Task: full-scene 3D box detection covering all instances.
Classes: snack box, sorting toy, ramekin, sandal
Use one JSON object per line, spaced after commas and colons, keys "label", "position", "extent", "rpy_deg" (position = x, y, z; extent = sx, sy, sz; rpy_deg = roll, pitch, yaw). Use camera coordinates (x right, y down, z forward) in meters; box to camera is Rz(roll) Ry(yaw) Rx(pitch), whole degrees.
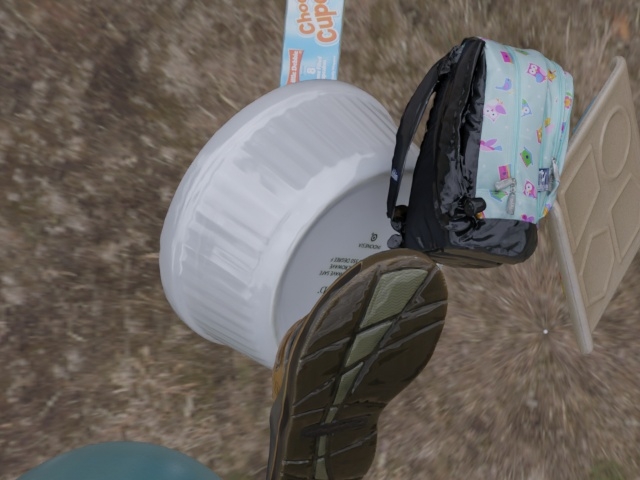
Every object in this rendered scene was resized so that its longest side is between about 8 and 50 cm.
{"label": "snack box", "position": [-0.001, -0.279, 1.533], "extent": [0.060, 0.187, 0.321], "rpy_deg": [5, 85, 0]}
{"label": "sorting toy", "position": [0.247, -0.033, 1.362], "extent": [0.038, 0.193, 0.208], "rpy_deg": [6, 46, 29]}
{"label": "ramekin", "position": [0.000, 0.000, 1.368], "extent": [0.127, 0.273, 0.273], "rpy_deg": [36, 93, 39]}
{"label": "sandal", "position": [0.010, 0.079, 0.904], "extent": [0.090, 0.219, 0.060], "rpy_deg": [-9, 50, -21]}

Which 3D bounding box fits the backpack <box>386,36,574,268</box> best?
{"label": "backpack", "position": [0.134, -0.071, 1.225], "extent": [0.115, 0.152, 0.182], "rpy_deg": [14, 81, -24]}

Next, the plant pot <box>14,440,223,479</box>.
{"label": "plant pot", "position": [-0.174, 0.302, 1.264], "extent": [0.293, 0.235, 0.293], "rpy_deg": [2, 107, 8]}
